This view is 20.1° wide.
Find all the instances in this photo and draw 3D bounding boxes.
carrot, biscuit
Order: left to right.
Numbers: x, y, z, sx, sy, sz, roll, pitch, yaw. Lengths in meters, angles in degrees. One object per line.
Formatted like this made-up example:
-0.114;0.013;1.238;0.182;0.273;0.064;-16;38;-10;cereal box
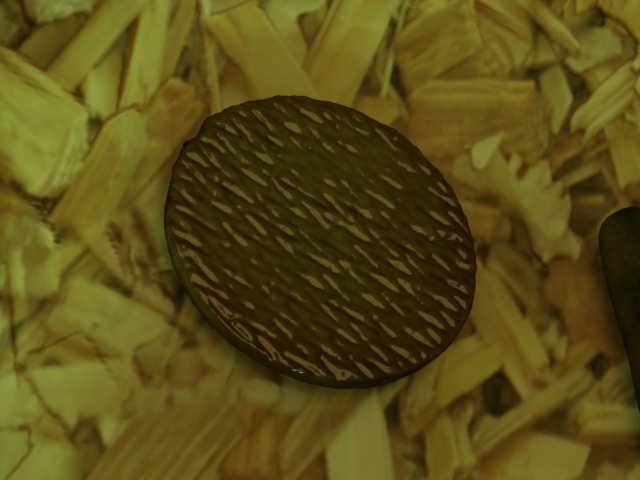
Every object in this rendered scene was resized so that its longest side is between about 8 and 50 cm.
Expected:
0.000;0.000;1.420;0.262;0.037;0.262;10;58;-16;biscuit
0.283;0.127;1.447;0.070;0.070;0.342;3;62;-21;carrot
